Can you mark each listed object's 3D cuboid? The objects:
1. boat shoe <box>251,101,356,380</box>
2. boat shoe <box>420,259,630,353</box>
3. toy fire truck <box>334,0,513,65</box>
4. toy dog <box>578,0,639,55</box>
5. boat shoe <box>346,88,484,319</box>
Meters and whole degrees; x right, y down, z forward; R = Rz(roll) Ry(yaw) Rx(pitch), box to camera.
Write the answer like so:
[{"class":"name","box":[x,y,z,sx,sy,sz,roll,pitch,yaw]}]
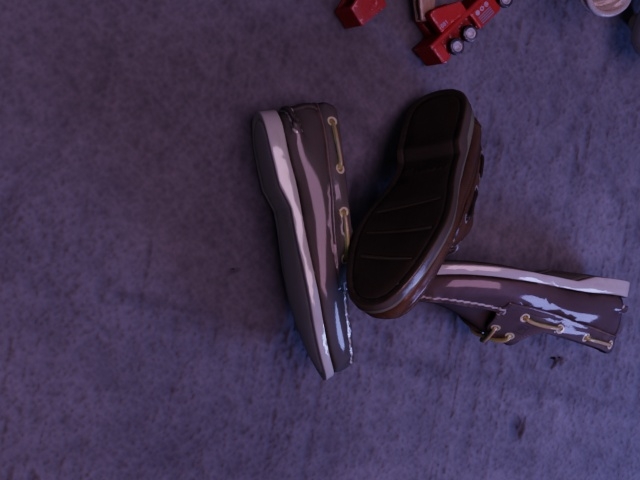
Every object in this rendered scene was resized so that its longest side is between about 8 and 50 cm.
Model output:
[{"class":"boat shoe","box":[0.001,0.000,1.174,0.091,0.109,0.305,-14,98,-17]},{"class":"boat shoe","box":[0.235,0.079,1.285,0.324,0.116,0.097,7,91,-30]},{"class":"toy fire truck","box":[0.125,-0.277,1.228,0.192,0.047,0.135,-45,110,-13]},{"class":"toy dog","box":[0.413,-0.405,1.308,0.220,0.161,0.334,20,103,-27]},{"class":"boat shoe","box":[0.123,-0.026,1.173,0.104,0.110,0.307,57,47,-39]}]
